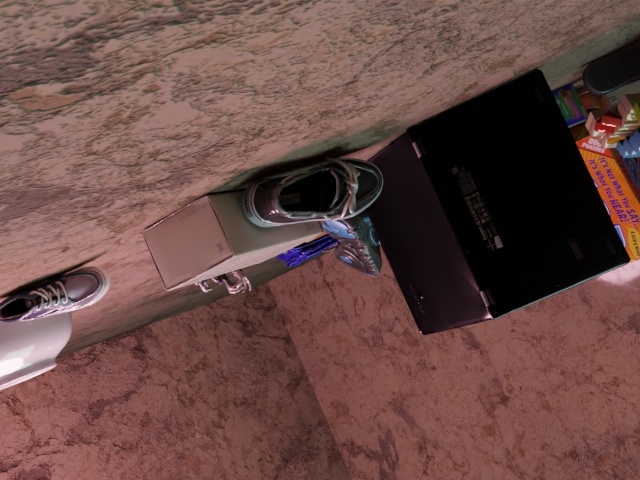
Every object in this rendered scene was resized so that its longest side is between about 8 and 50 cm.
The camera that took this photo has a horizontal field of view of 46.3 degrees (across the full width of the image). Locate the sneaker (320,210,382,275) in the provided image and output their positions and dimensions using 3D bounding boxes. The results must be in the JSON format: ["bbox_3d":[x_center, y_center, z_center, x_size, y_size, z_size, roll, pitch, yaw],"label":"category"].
[{"bbox_3d":[0.100,-0.022,1.754,0.139,0.125,0.341,-63,162,-18],"label":"sneaker"}]

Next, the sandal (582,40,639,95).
[{"bbox_3d":[0.662,-0.367,1.534,0.254,0.097,0.054,-14,175,6],"label":"sandal"}]

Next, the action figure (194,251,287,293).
[{"bbox_3d":[-0.209,0.060,1.764,0.276,0.141,0.164,-24,-172,-12],"label":"action figure"}]

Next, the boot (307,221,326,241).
[{"bbox_3d":[0.032,-0.088,1.803,0.207,0.090,0.248,-37,173,-6],"label":"boot"}]

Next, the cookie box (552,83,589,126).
[{"bbox_3d":[0.545,-0.297,1.715,0.107,0.092,0.040,-23,173,-15],"label":"cookie box"}]

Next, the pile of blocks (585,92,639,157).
[{"bbox_3d":[0.655,-0.237,1.568,0.113,0.149,0.362,-6,173,-8],"label":"pile of blocks"}]

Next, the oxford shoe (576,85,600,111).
[{"bbox_3d":[0.604,-0.318,1.904,0.212,0.076,0.076,-23,178,21],"label":"oxford shoe"}]

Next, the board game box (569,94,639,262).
[{"bbox_3d":[0.679,-0.131,2.049,0.356,0.356,0.356,-26,-164,31],"label":"board game box"}]

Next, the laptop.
[{"bbox_3d":[0.302,-0.053,1.456,0.408,0.382,0.236,-24,177,9],"label":"laptop"}]

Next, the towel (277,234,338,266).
[{"bbox_3d":[0.000,0.000,2.069,0.228,0.076,0.308,-23,180,-12],"label":"towel"}]

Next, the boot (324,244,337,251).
[{"bbox_3d":[0.029,-0.026,2.365,0.236,0.085,0.178,-34,168,35],"label":"boot"}]

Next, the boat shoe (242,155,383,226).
[{"bbox_3d":[0.016,-0.089,1.279,0.306,0.113,0.105,-8,-179,-42],"label":"boat shoe"}]

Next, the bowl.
[{"bbox_3d":[-0.618,0.216,1.491,0.298,0.134,0.298,-24,177,-1],"label":"bowl"}]

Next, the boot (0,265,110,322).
[{"bbox_3d":[-0.462,0.100,1.297,0.190,0.069,0.086,-23,179,14],"label":"boot"}]

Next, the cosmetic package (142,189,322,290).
[{"bbox_3d":[-0.146,-0.014,1.333,0.160,0.113,0.309,-26,175,27],"label":"cosmetic package"}]
